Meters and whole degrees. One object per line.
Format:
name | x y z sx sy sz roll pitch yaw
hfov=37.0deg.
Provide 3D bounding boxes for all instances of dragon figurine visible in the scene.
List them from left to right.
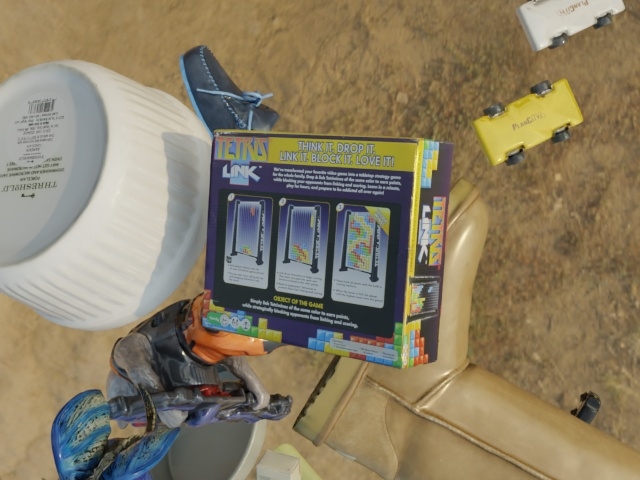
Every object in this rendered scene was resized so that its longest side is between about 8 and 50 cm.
dragon figurine | -0.165 0.173 0.737 0.085 0.289 0.144 23 122 8

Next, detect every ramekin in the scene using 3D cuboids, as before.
ramekin | -0.194 -0.040 0.742 0.207 0.207 0.109 -19 155 23

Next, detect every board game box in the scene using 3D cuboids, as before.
board game box | 0.000 0.000 0.633 0.170 0.048 0.141 8 95 37

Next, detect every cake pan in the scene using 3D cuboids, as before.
cake pan | -0.211 0.358 1.790 0.293 0.293 0.054 -29 139 27

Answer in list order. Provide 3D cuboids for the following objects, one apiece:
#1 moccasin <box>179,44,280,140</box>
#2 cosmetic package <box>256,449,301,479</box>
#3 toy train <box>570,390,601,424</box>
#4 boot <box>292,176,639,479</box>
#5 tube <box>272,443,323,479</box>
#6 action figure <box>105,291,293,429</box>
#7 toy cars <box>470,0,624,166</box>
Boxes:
moccasin | -0.114 -0.195 1.654 0.116 0.138 0.342 -24 111 21
cosmetic package | -0.062 0.377 1.440 0.060 0.041 0.115 12 120 18
toy train | 0.279 0.245 1.107 0.027 0.036 0.158 29 100 5
boot | 0.147 0.117 0.702 0.269 0.089 0.236 31 98 0
tube | -0.008 0.450 1.658 0.062 0.240 0.070 -38 135 -11
action figure | -0.114 0.121 1.155 0.330 0.178 0.341 -34 157 12
toy cars | 0.365 -0.285 1.582 0.176 0.087 0.394 25 81 -14
